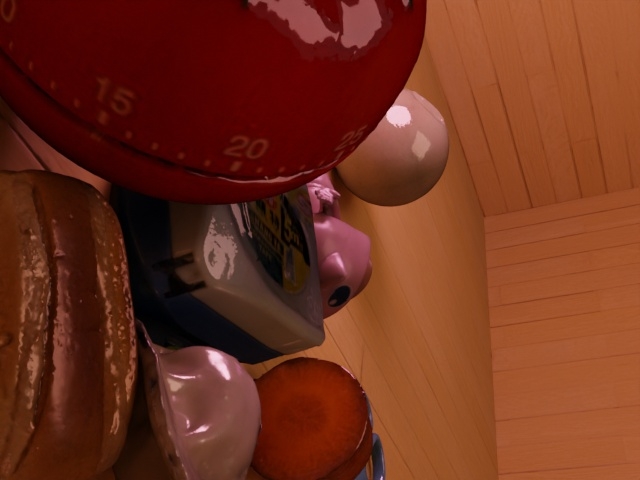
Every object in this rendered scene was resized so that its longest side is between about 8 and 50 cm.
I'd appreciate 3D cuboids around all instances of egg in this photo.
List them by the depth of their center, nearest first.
[{"bbox_3d":[0.131,-0.175,1.491,0.269,0.219,0.219,-75,148,-55],"label":"egg"}]

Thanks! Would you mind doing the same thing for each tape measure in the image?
[{"bbox_3d":[-0.100,-0.010,0.866,0.259,0.138,0.262,48,35,-58],"label":"tape measure"}]

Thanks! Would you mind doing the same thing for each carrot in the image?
[{"bbox_3d":[-0.007,0.258,1.009,0.225,0.159,0.159,74,15,-57],"label":"carrot"}]

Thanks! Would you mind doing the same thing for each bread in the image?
[{"bbox_3d":[-0.203,0.060,0.578,0.140,0.106,0.237,18,61,-66],"label":"bread"}]

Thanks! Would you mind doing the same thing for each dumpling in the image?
[{"bbox_3d":[-0.124,0.142,0.677,0.173,0.142,0.247,67,-12,-18],"label":"dumpling"}]

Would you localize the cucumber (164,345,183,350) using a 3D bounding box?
[{"bbox_3d":[-0.129,0.152,0.843,0.155,0.037,0.037,61,26,-44],"label":"cucumber"}]

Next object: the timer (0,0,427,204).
[{"bbox_3d":[-0.099,-0.212,0.657,0.377,0.279,0.378,15,53,-22],"label":"timer"}]

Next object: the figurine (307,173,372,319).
[{"bbox_3d":[0.000,0.000,1.111,0.186,0.176,0.287,36,25,-28],"label":"figurine"}]

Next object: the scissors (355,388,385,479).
[{"bbox_3d":[0.024,0.364,1.167,0.447,0.029,0.193,-32,109,-70],"label":"scissors"}]
